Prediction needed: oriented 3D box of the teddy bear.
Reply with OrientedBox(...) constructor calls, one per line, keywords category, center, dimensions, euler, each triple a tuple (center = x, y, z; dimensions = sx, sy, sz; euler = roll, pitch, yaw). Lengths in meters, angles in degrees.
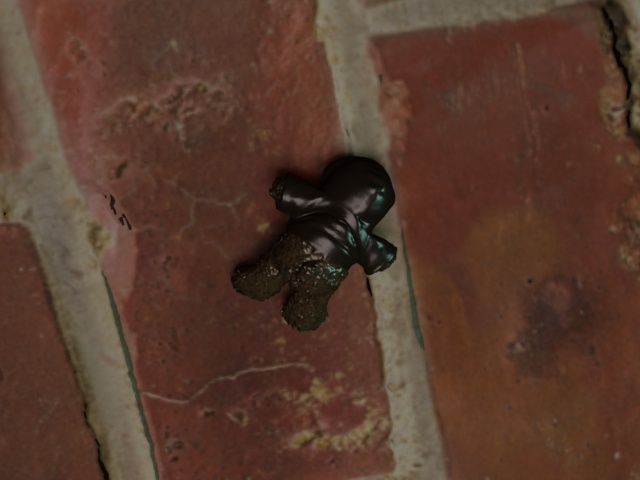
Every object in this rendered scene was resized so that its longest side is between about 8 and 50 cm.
OrientedBox(category="teddy bear", center=(-0.001, 0.005, 1.279), dimensions=(0.119, 0.078, 0.160), euler=(32, 110, -12))
